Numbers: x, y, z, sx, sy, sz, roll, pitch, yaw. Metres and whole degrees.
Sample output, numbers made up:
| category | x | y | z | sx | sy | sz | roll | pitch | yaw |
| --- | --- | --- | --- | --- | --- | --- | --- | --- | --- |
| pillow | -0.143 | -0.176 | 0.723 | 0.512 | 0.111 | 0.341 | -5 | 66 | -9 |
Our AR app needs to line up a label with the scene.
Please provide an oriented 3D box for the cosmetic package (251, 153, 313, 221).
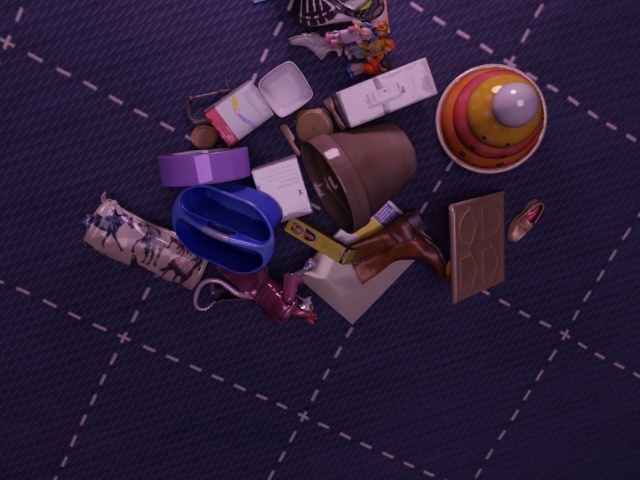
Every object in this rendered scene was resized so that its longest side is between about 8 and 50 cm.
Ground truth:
| category | x | y | z | sx | sy | sz | roll | pitch | yaw |
| --- | --- | --- | --- | --- | --- | --- | --- | --- | --- |
| cosmetic package | -0.122 | -0.165 | 1.857 | 0.151 | 0.151 | 0.184 | -18 | 104 | 0 |

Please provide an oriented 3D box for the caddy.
| category | x | y | z | sx | sy | sz | roll | pitch | yaw |
| --- | --- | --- | --- | --- | --- | --- | --- | --- | --- |
| caddy | -0.281 | -0.044 | 1.749 | 0.341 | 0.179 | 0.241 | 22 | 117 | 10 |

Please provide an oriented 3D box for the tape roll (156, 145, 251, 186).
| category | x | y | z | sx | sy | sz | roll | pitch | yaw |
| --- | --- | --- | --- | --- | --- | --- | --- | --- | --- |
| tape roll | -0.353 | -0.228 | 1.759 | 0.275 | 0.275 | 0.090 | -7 | 103 | -4 |

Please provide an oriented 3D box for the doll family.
| category | x | y | z | sx | sy | sz | roll | pitch | yaw |
| --- | --- | --- | --- | --- | --- | --- | --- | --- | --- |
| doll family | 0.136 | -0.605 | 1.754 | 0.163 | 0.263 | 0.118 | -2 | 73 | 26 |

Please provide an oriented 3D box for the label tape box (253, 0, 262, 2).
| category | x | y | z | sx | sy | sz | roll | pitch | yaw |
| --- | --- | --- | --- | --- | --- | --- | --- | --- | --- |
| label tape box | -0.068 | -0.875 | 1.728 | 0.333 | 0.106 | 0.240 | -14 | 103 | -2 |

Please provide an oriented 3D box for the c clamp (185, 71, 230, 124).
| category | x | y | z | sx | sy | sz | roll | pitch | yaw |
| --- | --- | --- | --- | --- | --- | --- | --- | --- | --- |
| c clamp | -0.357 | -0.444 | 1.844 | 0.160 | 0.022 | 0.137 | -19 | 109 | -2 |

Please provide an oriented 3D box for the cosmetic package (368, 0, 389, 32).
| category | x | y | z | sx | sy | sz | roll | pitch | yaw |
| --- | --- | --- | --- | --- | --- | --- | --- | --- | --- |
| cosmetic package | 0.180 | -0.706 | 1.820 | 0.060 | 0.041 | 0.115 | -11 | 103 | -2 |

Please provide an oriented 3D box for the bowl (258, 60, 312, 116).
| category | x | y | z | sx | sy | sz | roll | pitch | yaw |
| --- | --- | --- | --- | --- | --- | --- | --- | --- | --- |
| bowl | -0.112 | -0.479 | 1.839 | 0.142 | 0.053 | 0.142 | -34 | 104 | 3 |

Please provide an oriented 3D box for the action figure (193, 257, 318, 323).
| category | x | y | z | sx | sy | sz | roll | pitch | yaw |
| --- | --- | --- | --- | --- | --- | --- | --- | --- | --- |
| action figure | -0.172 | 0.163 | 1.857 | 0.370 | 0.276 | 0.248 | 30 | 119 | 17 |

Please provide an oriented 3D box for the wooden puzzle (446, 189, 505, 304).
| category | x | y | z | sx | sy | sz | roll | pitch | yaw |
| --- | --- | --- | --- | --- | --- | --- | --- | --- | --- |
| wooden puzzle | 0.506 | 0.014 | 1.917 | 0.348 | 0.080 | 0.322 | -17 | 108 | -44 |

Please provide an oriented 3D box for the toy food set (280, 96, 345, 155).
| category | x | y | z | sx | sy | sz | roll | pitch | yaw |
| --- | --- | --- | --- | --- | --- | --- | --- | --- | --- |
| toy food set | -0.020 | -0.366 | 1.866 | 0.192 | 0.038 | 0.132 | -26 | 100 | 18 |

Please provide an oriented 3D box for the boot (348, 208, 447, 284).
| category | x | y | z | sx | sy | sz | roll | pitch | yaw |
| --- | --- | --- | --- | --- | --- | --- | --- | --- | --- |
| boot | 0.255 | 0.070 | 1.921 | 0.280 | 0.096 | 0.264 | -31 | 107 | 4 |

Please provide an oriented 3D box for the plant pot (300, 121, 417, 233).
| category | x | y | z | sx | sy | sz | roll | pitch | yaw |
| --- | --- | --- | --- | --- | --- | --- | --- | --- | --- |
| plant pot | 0.134 | -0.227 | 1.806 | 0.280 | 0.323 | 0.323 | -30 | 104 | -12 |

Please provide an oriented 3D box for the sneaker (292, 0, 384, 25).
| category | x | y | z | sx | sy | sz | roll | pitch | yaw |
| --- | --- | --- | --- | --- | --- | --- | --- | --- | --- |
| sneaker | 0.058 | -0.701 | 1.767 | 0.300 | 0.121 | 0.111 | 8 | 99 | 19 |

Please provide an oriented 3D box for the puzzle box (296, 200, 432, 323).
| category | x | y | z | sx | sy | sz | roll | pitch | yaw |
| --- | --- | --- | --- | --- | --- | --- | --- | --- | --- |
| puzzle box | 0.150 | 0.055 | 1.982 | 0.272 | 0.052 | 0.409 | 43 | 96 | -12 |

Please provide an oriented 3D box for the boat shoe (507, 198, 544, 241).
| category | x | y | z | sx | sy | sz | roll | pitch | yaw |
| --- | --- | --- | --- | --- | --- | --- | --- | --- | --- |
| boat shoe | 0.710 | -0.067 | 2.000 | 0.063 | 0.059 | 0.170 | 29 | 98 | -10 |

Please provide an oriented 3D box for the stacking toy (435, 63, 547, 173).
| category | x | y | z | sx | sy | sz | roll | pitch | yaw |
| --- | --- | --- | --- | --- | --- | --- | --- | --- | --- |
| stacking toy | 0.519 | -0.374 | 1.682 | 0.350 | 0.480 | 0.350 | 1 | 95 | 9 |

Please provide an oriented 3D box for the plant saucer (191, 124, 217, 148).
| category | x | y | z | sx | sy | sz | roll | pitch | yaw |
| --- | --- | --- | --- | --- | --- | --- | --- | --- | --- |
| plant saucer | -0.372 | -0.329 | 1.855 | 0.083 | 0.015 | 0.083 | 1 | 73 | -3 |

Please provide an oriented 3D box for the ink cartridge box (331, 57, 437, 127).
| category | x | y | z | sx | sy | sz | roll | pitch | yaw |
| --- | --- | --- | --- | --- | --- | --- | --- | --- | --- |
| ink cartridge box | 0.191 | -0.451 | 1.793 | 0.283 | 0.207 | 0.117 | -21 | 101 | 1 |

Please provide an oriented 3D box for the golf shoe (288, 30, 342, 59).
| category | x | y | z | sx | sy | sz | roll | pitch | yaw |
| --- | --- | --- | --- | --- | --- | --- | --- | --- | --- |
| golf shoe | -0.012 | -0.609 | 1.815 | 0.176 | 0.069 | 0.086 | -3 | 109 | -3 |

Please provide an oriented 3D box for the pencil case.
| category | x | y | z | sx | sy | sz | roll | pitch | yaw |
| --- | --- | --- | --- | --- | --- | --- | --- | --- | --- |
| pencil case | -0.546 | 0.012 | 1.855 | 0.410 | 0.160 | 0.183 | 24 | 119 | -9 |

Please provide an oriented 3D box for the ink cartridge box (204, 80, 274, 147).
| category | x | y | z | sx | sy | sz | roll | pitch | yaw |
| --- | --- | --- | --- | --- | --- | --- | --- | --- | --- |
| ink cartridge box | -0.253 | -0.396 | 1.798 | 0.176 | 0.128 | 0.127 | -36 | 110 | 0 |

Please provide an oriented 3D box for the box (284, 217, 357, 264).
| category | x | y | z | sx | sy | sz | roll | pitch | yaw |
| --- | --- | --- | --- | --- | --- | --- | --- | --- | --- |
| box | 0.000 | 0.000 | 1.889 | 0.232 | 0.087 | 0.058 | 30 | 99 | 20 |
